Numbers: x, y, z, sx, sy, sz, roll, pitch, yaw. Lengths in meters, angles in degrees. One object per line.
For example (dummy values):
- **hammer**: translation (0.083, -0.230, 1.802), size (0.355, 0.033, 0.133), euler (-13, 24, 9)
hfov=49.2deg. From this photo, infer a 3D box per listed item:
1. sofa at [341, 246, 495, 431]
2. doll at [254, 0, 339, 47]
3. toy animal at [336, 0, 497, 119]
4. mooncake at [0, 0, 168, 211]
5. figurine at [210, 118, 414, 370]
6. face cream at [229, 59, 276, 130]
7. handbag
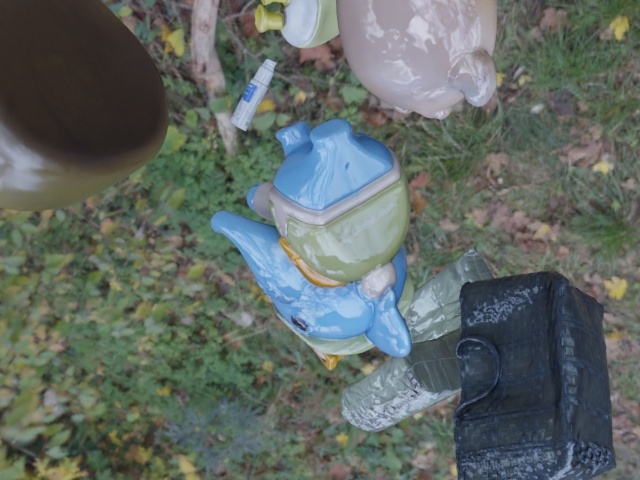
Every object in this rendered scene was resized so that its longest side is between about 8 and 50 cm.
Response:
- **sofa**: translation (0.141, 0.146, 1.002), size (0.176, 0.226, 0.210), euler (64, 148, 16)
- **doll**: translation (0.024, -0.412, 1.233), size (0.117, 0.296, 0.141), euler (42, 132, 35)
- **toy animal**: translation (0.154, -0.306, 0.684), size (0.278, 0.247, 0.345), euler (10, 121, 49)
- **mooncake**: translation (-0.251, -0.130, 0.611), size (0.117, 0.234, 0.235), euler (-18, 129, 29)
- **figurine**: translation (0.004, -0.001, 0.639), size (0.180, 0.154, 0.262), euler (7, 132, 29)
- **face cream**: translation (-0.116, -0.259, 1.233), size (0.034, 0.130, 0.034), euler (29, -178, -1)
- **handbag**: translation (0.218, 0.152, 0.758), size (0.089, 0.270, 0.175), euler (28, 146, -34)
